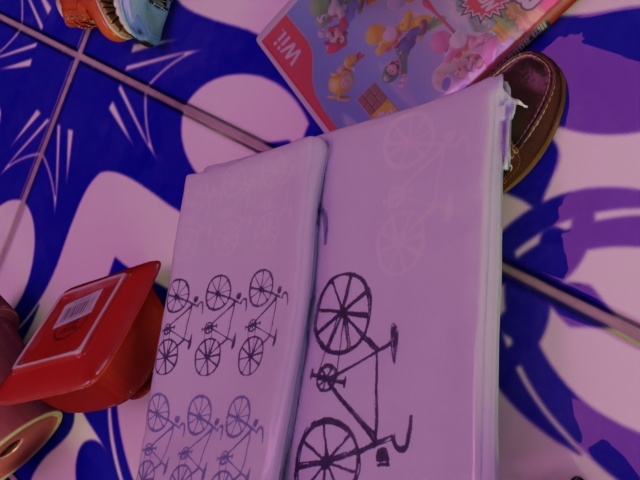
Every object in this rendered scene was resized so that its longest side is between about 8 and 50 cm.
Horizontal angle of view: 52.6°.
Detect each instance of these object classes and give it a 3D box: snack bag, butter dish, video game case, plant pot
[{"bbox_3d":[-0.013,0.056,0.497,0.342,0.037,0.323,-9,66,40],"label":"snack bag"},{"bbox_3d":[-0.217,0.118,0.662,0.160,0.118,0.160,-18,36,29],"label":"butter dish"},{"bbox_3d":[0.089,-0.214,0.565,0.285,0.025,0.204,-43,65,20],"label":"video game case"},{"bbox_3d":[-0.400,0.175,0.722,0.180,0.201,0.201,43,106,11],"label":"plant pot"}]

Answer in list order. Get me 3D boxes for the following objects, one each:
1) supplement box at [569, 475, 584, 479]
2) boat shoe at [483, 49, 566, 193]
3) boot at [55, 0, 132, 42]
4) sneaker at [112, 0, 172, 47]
[{"bbox_3d":[0.167,0.359,0.363,0.194,0.195,0.357,-41,67,20],"label":"supplement box"},{"bbox_3d":[0.115,-0.059,0.509,0.073,0.073,0.207,39,102,31],"label":"boat shoe"},{"bbox_3d":[-0.264,-0.270,0.762,0.084,0.059,0.158,-45,57,22],"label":"boot"},{"bbox_3d":[-0.177,-0.293,0.707,0.073,0.063,0.162,8,89,27],"label":"sneaker"}]
